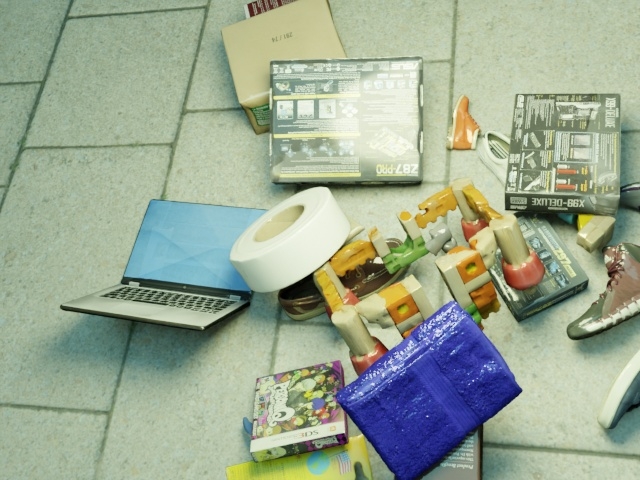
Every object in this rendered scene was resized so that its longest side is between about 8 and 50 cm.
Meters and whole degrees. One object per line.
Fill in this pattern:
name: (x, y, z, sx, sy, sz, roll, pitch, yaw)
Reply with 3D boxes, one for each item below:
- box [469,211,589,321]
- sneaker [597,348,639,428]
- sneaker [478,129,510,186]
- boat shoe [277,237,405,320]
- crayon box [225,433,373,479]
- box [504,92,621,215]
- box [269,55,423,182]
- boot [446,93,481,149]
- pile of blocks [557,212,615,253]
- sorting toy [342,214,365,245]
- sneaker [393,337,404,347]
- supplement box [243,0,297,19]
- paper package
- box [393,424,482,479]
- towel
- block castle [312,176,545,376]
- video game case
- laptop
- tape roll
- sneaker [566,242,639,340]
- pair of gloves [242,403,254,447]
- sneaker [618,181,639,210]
box: (0.481, 0.049, 1.639, 0.183, 0.059, 0.233, -27, 60, 0)
sneaker: (0.714, 0.268, 1.435, 0.148, 0.131, 0.350, 38, 81, 22)
sneaker: (0.483, -0.172, 1.728, 0.094, 0.091, 0.258, -40, 62, -7)
boat shoe: (0.053, 0.081, 1.695, 0.342, 0.123, 0.123, -23, 61, 2)
crayon box: (-0.032, 0.557, 1.509, 0.318, 0.081, 0.202, -15, 62, 7)
box: (0.561, -0.207, 1.620, 0.242, 0.076, 0.307, 3, 58, 18)
box: (0.067, -0.304, 1.801, 0.394, 0.097, 0.318, -1, 89, 6)
boot: (0.384, -0.310, 1.844, 0.084, 0.059, 0.158, 8, 75, 15)
pile of blocks: (0.612, -0.115, 1.661, 0.149, 0.113, 0.362, 2, 57, 17)
sorting toy: (0.000, 0.000, 1.722, 0.193, 0.208, 0.038, -36, 106, -5)
sneaker: (0.233, 0.237, 1.598, 0.211, 0.081, 0.080, -41, 60, -9)
supplement box: (-0.096, -0.676, 2.101, 0.239, 0.130, 0.073, -18, 62, 6)
paper package: (-0.087, -0.504, 1.995, 0.324, 0.168, 0.310, -18, 61, 4)
box: (0.247, 0.444, 1.444, 0.168, 0.167, 0.203, 0, 65, 15)
towel: (0.209, 0.292, 1.340, 0.308, 0.076, 0.228, -38, 88, -2)
block castle: (0.226, 0.088, 1.524, 0.453, 0.213, 0.303, -30, 29, 0)
video game case: (-0.047, 0.375, 1.561, 0.210, 0.042, 0.232, -13, 31, 7)
laptop: (-0.370, 0.043, 1.767, 0.381, 0.408, 0.236, 5, 100, 17)
tape roll: (-0.073, -0.004, 1.655, 0.286, 0.100, 0.286, -29, 21, 13)
sneaker: (0.634, 0.101, 1.541, 0.281, 0.106, 0.163, -24, 72, -9)
pair of gloves: (-0.085, 0.410, 1.590, 0.198, 0.023, 0.159, -14, 30, 9)
sneaker: (0.791, -0.080, 1.613, 0.223, 0.083, 0.098, -1, 69, 13)
